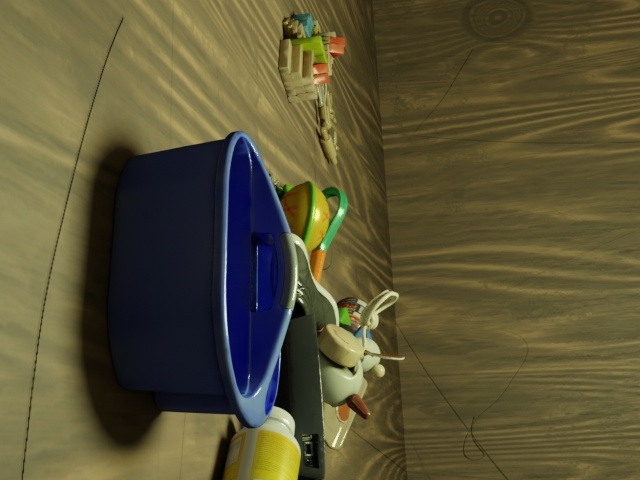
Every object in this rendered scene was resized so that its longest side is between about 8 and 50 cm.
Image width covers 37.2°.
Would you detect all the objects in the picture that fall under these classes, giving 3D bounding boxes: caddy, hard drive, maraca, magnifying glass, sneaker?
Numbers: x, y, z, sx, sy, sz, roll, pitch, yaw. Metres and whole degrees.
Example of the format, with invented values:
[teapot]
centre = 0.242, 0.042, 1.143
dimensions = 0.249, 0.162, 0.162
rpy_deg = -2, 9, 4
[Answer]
[caddy]
centre = -0.113, 0.043, 1.081
dimensions = 0.241, 0.179, 0.341
rpy_deg = 60, 27, -65
[hard drive]
centre = -0.046, 0.259, 1.489
dimensions = 0.172, 0.054, 0.255
rpy_deg = 131, -40, -59
[maraca]
centre = -0.039, -0.019, 1.756
dimensions = 0.127, 0.099, 0.186
rpy_deg = -136, -121, -74
[magnifying glass]
centre = 0.000, 0.000, 1.793
dimensions = 0.026, 0.092, 0.231
rpy_deg = 32, 56, -36
[sneaker]
centre = -0.043, 0.133, 1.664
dimensions = 0.296, 0.104, 0.147
rpy_deg = 68, 23, -46

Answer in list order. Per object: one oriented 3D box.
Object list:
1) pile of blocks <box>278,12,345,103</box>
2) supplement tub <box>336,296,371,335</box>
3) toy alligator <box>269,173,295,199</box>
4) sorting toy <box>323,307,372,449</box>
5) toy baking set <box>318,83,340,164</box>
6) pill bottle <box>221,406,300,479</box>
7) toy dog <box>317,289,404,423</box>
[pile of blocks]
centre = -0.009, -0.431, 2.089
dimensions = 0.362, 0.112, 0.149
rpy_deg = -79, 161, -58
[supplement tub]
centre = 0.064, 0.205, 2.178
dimensions = 0.198, 0.106, 0.106
rpy_deg = -61, 144, -74
[toy alligator]
centre = -0.051, -0.082, 1.839
dimensions = 0.190, 0.051, 0.056
rpy_deg = 63, 23, -64
[sorting toy]
centre = 0.008, 0.283, 1.861
dimensions = 0.196, 0.047, 0.348
rpy_deg = 59, 41, -32
[toy baking set]
centre = 0.011, -0.315, 2.391
dimensions = 0.256, 0.030, 0.197
rpy_deg = 62, 22, -66
[pill bottle]
centre = -0.082, 0.320, 1.314
dimensions = 0.184, 0.103, 0.103
rpy_deg = -81, 162, -53
[toy dog]
centre = 0.066, 0.244, 1.719
dimensions = 0.333, 0.161, 0.220
rpy_deg = -25, 153, -53
